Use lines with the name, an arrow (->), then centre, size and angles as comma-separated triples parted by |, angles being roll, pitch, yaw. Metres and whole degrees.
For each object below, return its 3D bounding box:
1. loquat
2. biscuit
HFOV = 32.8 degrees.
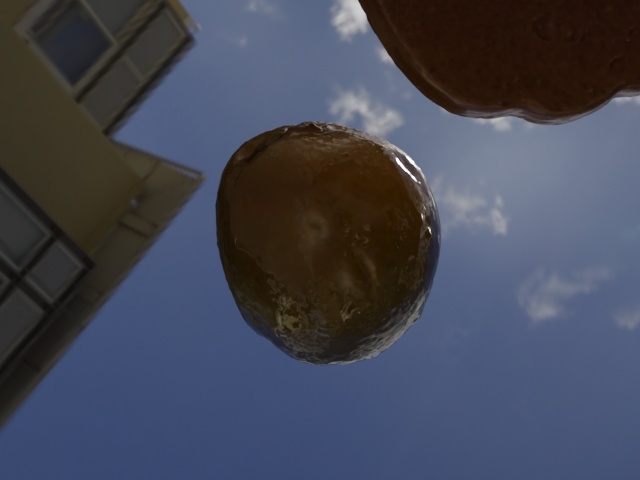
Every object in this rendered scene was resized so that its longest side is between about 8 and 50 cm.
loquat -> 0.000, 0.000, 1.288 | 0.276, 0.276, 0.284 | 21, -70, 41
biscuit -> 0.248, -0.294, 1.099 | 0.455, 0.078, 0.350 | -4, -96, -6
